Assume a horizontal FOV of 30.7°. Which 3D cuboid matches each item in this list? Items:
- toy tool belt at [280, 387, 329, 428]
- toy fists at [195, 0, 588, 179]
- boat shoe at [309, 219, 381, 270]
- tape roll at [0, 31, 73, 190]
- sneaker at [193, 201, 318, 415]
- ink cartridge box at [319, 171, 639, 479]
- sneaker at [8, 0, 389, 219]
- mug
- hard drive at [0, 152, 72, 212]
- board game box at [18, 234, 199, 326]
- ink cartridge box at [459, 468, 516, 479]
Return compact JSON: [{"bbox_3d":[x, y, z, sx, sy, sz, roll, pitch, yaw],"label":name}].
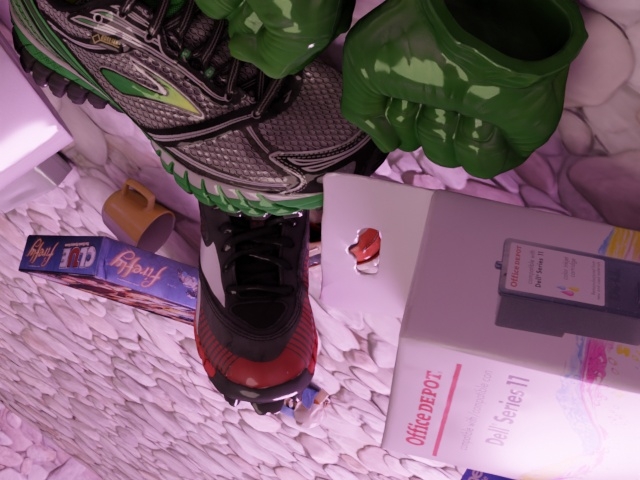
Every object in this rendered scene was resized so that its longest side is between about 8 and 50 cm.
[{"bbox_3d":[-0.029,0.187,1.408,0.083,0.052,0.051,21,120,21],"label":"toy tool belt"},{"bbox_3d":[0.024,-0.138,0.726,0.279,0.096,0.142,32,155,5],"label":"toy fists"},{"bbox_3d":[0.000,0.000,1.043,0.137,0.049,0.043,0,134,47],"label":"boat shoe"},{"bbox_3d":[-0.350,-0.138,0.993,0.246,0.169,0.246,55,175,7],"label":"tape roll"},{"bbox_3d":[-0.053,0.007,0.925,0.097,0.276,0.135,-2,132,-3],"label":"sneaker"},{"bbox_3d":[0.158,0.083,0.799,0.353,0.119,0.207,12,150,7],"label":"ink cartridge box"},{"bbox_3d":[-0.102,-0.134,0.842,0.343,0.134,0.146,28,153,17],"label":"sneaker"},{"bbox_3d":[-0.194,-0.028,1.236,0.064,0.078,0.062,37,-162,18],"label":"mug"},{"bbox_3d":[-0.434,-0.159,1.310,0.307,0.040,0.203,45,153,-19],"label":"hard drive"},{"bbox_3d":[-0.171,0.049,1.227,0.243,0.042,0.165,22,167,-37],"label":"board game box"},{"bbox_3d":[0.274,0.222,0.926,0.311,0.186,0.065,22,153,27],"label":"ink cartridge box"}]
